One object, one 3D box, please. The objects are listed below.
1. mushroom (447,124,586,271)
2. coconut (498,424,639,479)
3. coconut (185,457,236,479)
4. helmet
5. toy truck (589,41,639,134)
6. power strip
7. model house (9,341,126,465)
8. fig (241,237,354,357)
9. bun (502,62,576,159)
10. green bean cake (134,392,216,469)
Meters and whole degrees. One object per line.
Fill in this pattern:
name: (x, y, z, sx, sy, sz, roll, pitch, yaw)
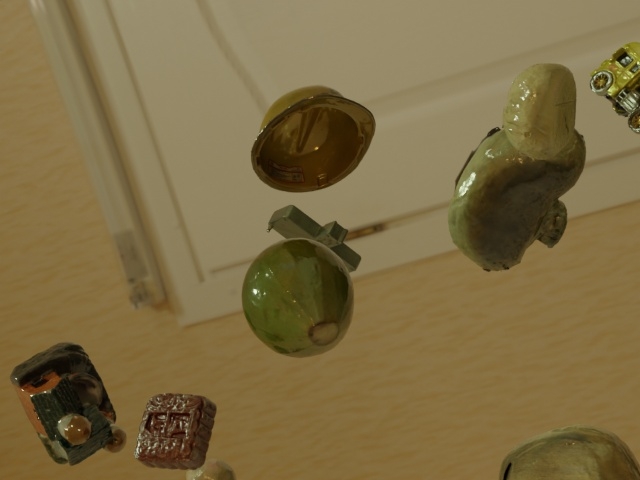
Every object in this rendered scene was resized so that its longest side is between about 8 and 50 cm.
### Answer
mushroom: (0.377, -0.078, 1.921, 0.247, 0.344, 0.130, 39, -147, 0)
coconut: (0.332, 0.360, 1.327, 0.224, 0.224, 0.224, -16, -90, -78)
coconut: (-0.234, 0.521, 2.110, 0.124, 0.110, 0.110, 148, 108, -71)
helmet: (-0.021, -0.215, 1.821, 0.205, 0.257, 0.140, 18, -137, -28)
toy truck: (0.651, -0.270, 1.883, 0.124, 0.157, 0.272, 25, -155, -42)
power strip: (0.000, 0.000, 2.189, 0.216, 0.145, 0.061, 36, -119, -19)
model house: (-0.548, 0.394, 2.263, 0.301, 0.190, 0.271, 8, 122, 59)
fig: (-0.039, 0.115, 1.741, 0.207, 0.207, 0.230, 62, -162, -46)
bun: (0.247, -0.148, 1.122, 0.115, 0.069, 0.115, -24, -62, -56)
green bean cake: (-0.265, 0.345, 1.793, 0.056, 0.135, 0.135, 49, -136, -49)
